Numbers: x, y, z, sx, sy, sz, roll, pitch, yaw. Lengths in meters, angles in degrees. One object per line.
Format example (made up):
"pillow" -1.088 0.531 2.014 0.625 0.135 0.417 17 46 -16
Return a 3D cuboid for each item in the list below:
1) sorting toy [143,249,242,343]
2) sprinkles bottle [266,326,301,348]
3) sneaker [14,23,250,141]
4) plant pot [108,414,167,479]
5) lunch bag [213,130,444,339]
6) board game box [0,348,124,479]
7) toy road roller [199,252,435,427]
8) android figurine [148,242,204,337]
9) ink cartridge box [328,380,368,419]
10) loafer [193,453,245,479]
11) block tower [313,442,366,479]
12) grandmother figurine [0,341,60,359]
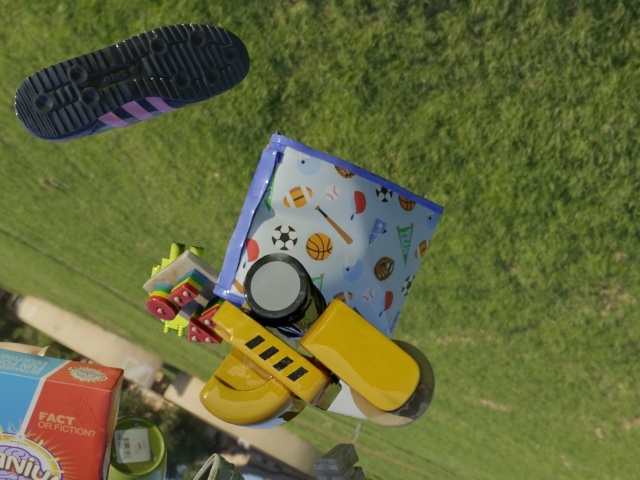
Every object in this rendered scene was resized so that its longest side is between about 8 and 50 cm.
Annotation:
"sorting toy" -0.325 0.176 1.782 0.257 0.089 0.255 40 139 -18
"sprinkles bottle" -0.144 0.324 1.843 0.121 0.121 0.355 27 -159 4
"sneaker" -0.259 -0.219 0.943 0.131 0.318 0.112 0 107 69
"plant pot" -0.456 0.515 1.504 0.274 0.275 0.293 31 132 -10
"lunch bag" 0.000 0.000 1.333 0.385 0.328 0.238 18 -178 -39
"board game box" -0.420 0.312 0.946 0.242 0.317 0.064 10 -164 -4
"toy road roller" -0.019 0.197 0.979 0.329 0.241 0.202 35 171 17
"android figurine" -0.412 0.147 2.005 0.248 0.273 0.056 10 -179 36
"ink cartridge box" 0.102 0.266 1.671 0.117 0.278 0.202 11 128 13
"loafer" -0.281 0.562 1.325 0.112 0.319 0.111 -13 118 53
"block tower" 0.089 0.725 1.840 0.090 0.097 0.336 -16 94 43
"grandmother figurine" -0.723 0.249 1.400 0.342 0.208 0.104 4 157 4
